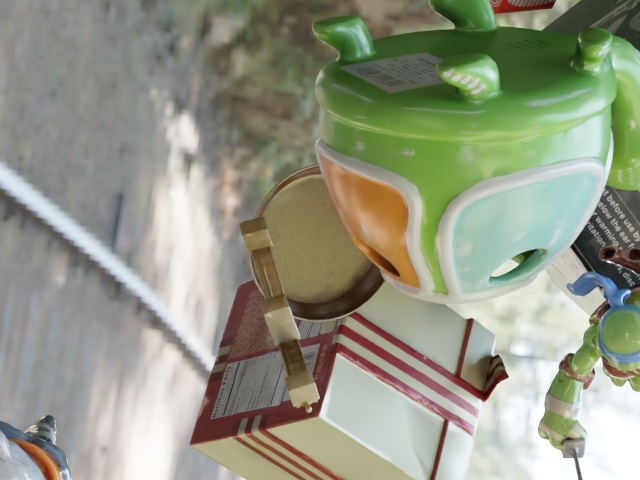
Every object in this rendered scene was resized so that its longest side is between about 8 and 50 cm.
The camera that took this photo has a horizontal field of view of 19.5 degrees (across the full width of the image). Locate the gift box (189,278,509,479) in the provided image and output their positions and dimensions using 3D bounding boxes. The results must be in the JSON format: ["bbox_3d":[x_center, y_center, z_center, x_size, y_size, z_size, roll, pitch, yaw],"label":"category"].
[{"bbox_3d":[0.049,0.183,2.082,0.276,0.258,0.255,-12,-129,47],"label":"gift box"}]

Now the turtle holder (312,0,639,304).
[{"bbox_3d":[0.139,-0.085,1.596,0.320,0.243,0.227,-31,127,-52],"label":"turtle holder"}]

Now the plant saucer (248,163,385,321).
[{"bbox_3d":[0.000,0.000,1.929,0.029,0.168,0.168,-152,-111,-65],"label":"plant saucer"}]

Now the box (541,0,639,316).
[{"bbox_3d":[0.430,-0.139,2.040,0.297,0.472,0.480,54,0,-14],"label":"box"}]

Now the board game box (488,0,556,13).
[{"bbox_3d":[0.239,-0.329,1.921,0.147,0.045,0.193,-17,140,-58],"label":"board game box"}]

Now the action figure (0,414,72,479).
[{"bbox_3d":[-0.288,0.174,1.485,0.178,0.341,0.330,-40,-176,-14],"label":"action figure"}]

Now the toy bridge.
[{"bbox_3d":[-0.034,0.071,1.638,0.063,0.026,0.188,74,-2,-57],"label":"toy bridge"}]

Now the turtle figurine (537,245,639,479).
[{"bbox_3d":[0.304,0.146,1.648,0.198,0.274,0.266,-42,169,16],"label":"turtle figurine"}]
